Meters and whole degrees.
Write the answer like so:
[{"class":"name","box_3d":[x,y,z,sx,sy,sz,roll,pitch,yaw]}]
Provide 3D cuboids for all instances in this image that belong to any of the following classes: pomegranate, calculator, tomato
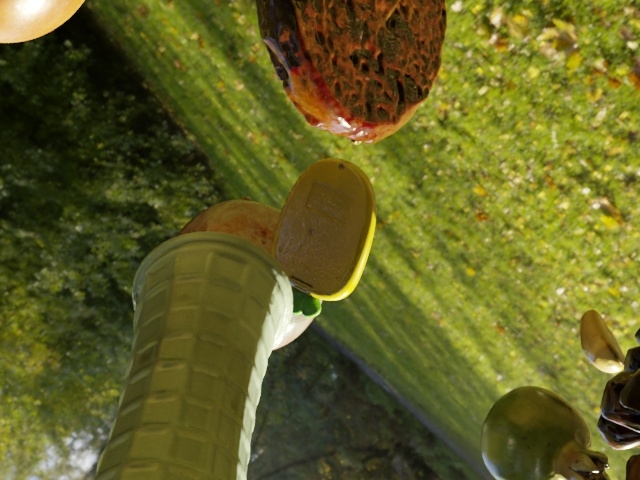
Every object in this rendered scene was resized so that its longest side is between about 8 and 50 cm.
[{"class":"pomegranate","box_3d":[0.345,0.323,1.164,0.179,0.179,0.210,46,175,3]},{"class":"calculator","box_3d":[0.000,0.000,1.040,0.146,0.234,0.032,24,-167,26]},{"class":"tomato","box_3d":[-0.150,0.073,1.469,0.316,0.317,0.282,54,-155,-39]}]

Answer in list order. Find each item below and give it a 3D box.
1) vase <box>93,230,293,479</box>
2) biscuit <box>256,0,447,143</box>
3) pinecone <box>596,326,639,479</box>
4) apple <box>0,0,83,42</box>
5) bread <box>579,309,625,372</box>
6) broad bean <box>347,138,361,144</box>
[{"class":"vase","box_3d":[-0.096,0.130,0.524,0.143,0.143,0.299,51,-159,-25]},{"class":"biscuit","box_3d":[0.026,-0.160,0.516,0.049,0.192,0.192,1,139,43]},{"class":"pinecone","box_3d":[0.332,0.161,0.586,0.229,0.202,0.201,53,-167,-9]},{"class":"apple","box_3d":[-0.422,-0.397,0.995,0.253,0.253,0.253,44,170,10]},{"class":"bread","box_3d":[0.480,0.179,1.284,0.082,0.056,0.115,44,-156,-31]},{"class":"broad bean","box_3d":[0.069,-0.273,1.241,0.060,0.297,0.043,22,144,-35]}]
